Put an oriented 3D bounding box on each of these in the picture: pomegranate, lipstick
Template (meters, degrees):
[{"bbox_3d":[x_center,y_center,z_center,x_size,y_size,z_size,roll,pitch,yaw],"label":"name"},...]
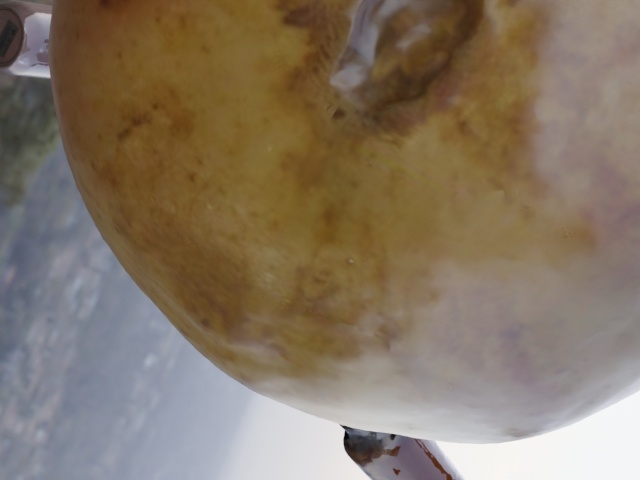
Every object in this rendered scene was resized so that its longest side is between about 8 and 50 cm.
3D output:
[{"bbox_3d":[0.049,-0.078,0.786,0.338,0.338,0.338,-157,-90,-89],"label":"pomegranate"},{"bbox_3d":[0.139,0.273,1.574,0.077,0.418,0.077,-25,-143,20],"label":"lipstick"}]

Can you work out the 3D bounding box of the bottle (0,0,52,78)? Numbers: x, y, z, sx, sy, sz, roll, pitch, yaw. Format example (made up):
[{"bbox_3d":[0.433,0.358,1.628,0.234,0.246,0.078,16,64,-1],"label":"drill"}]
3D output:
[{"bbox_3d":[-0.181,-0.142,1.250,0.140,0.053,0.053,-1,119,-55],"label":"bottle"}]
